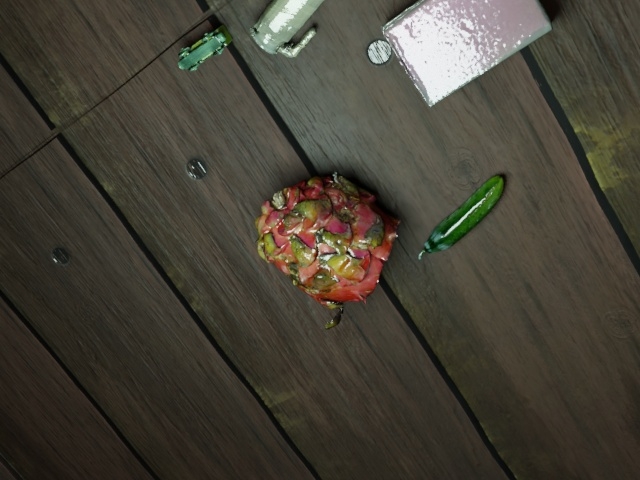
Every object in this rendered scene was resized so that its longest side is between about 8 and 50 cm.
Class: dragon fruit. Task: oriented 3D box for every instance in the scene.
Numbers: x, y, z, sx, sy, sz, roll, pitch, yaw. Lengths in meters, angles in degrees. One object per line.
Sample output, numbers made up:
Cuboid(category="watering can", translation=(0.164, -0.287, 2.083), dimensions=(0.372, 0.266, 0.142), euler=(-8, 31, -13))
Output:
Cuboid(category="dragon fruit", translation=(0.000, 0.000, 1.356), dimensions=(0.290, 0.250, 0.269), euler=(18, 137, 0))

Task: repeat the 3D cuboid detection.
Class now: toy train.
Cuboid(category="toy train", translation=(-0.237, -0.393, 1.318), dimensions=(0.122, 0.081, 0.050), euler=(-24, 115, 26))

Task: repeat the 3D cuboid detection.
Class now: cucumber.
Cuboid(category="cucumber", translation=(0.298, -0.041, 1.356), dimensions=(0.056, 0.056, 0.250), euler=(41, 117, -6))

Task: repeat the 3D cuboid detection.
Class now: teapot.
Cuboid(category="teapot", translation=(-0.039, -0.444, 1.245), dimensions=(0.107, 0.077, 0.200), euler=(35, 121, -25))

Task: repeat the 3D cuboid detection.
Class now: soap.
Cuboid(category="soap", translation=(0.265, -0.392, 1.178), dimensions=(0.259, 0.081, 0.181), euler=(-31, 104, 25))
